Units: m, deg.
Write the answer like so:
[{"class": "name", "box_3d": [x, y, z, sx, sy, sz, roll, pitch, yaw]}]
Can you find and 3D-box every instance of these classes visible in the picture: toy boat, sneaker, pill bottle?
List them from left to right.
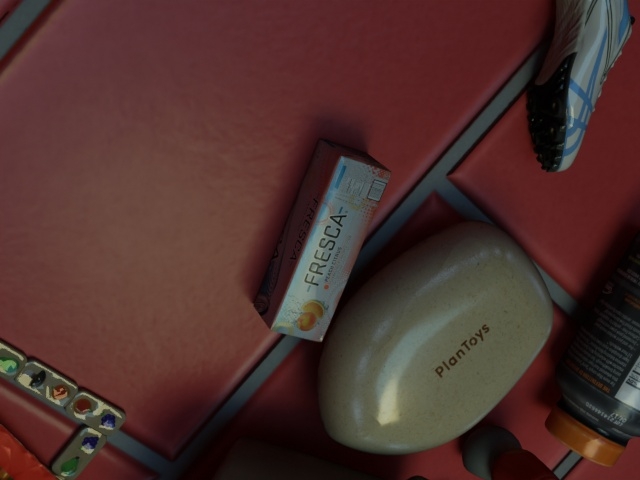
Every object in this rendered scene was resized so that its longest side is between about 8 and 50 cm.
[{"class": "toy boat", "box_3d": [0.136, 0.150, 1.094, 0.267, 0.148, 0.318, -37, 111, -9]}, {"class": "sneaker", "box_3d": [0.257, -0.177, 1.027, 0.086, 0.085, 0.237, 2, 111, -16]}, {"class": "pill bottle", "box_3d": [0.340, 0.121, 1.151, 0.130, 0.130, 0.245, 25, 101, -27]}]

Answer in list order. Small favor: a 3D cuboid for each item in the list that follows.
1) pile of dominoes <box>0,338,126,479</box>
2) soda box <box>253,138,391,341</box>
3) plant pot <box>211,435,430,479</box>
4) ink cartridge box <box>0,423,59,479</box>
[{"class": "pile of dominoes", "box_3d": [-0.331, 0.183, 0.975, 0.251, 0.040, 0.196, 37, 95, -28]}, {"class": "soda box", "box_3d": [0.000, 0.000, 1.013, 0.058, 0.063, 0.183, 17, 103, -25]}, {"class": "plant pot", "box_3d": [-0.017, 0.307, 1.033, 0.229, 0.263, 0.263, 31, 98, 2]}, {"class": "ink cartridge box", "box_3d": [-0.274, 0.408, 0.994, 0.308, 0.091, 0.385, -48, 125, -21]}]
